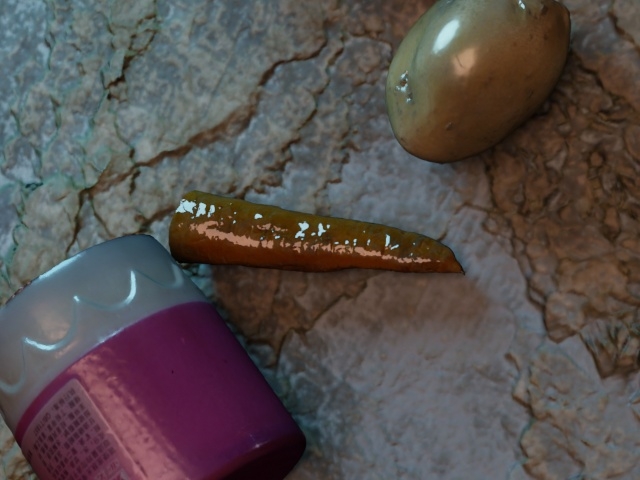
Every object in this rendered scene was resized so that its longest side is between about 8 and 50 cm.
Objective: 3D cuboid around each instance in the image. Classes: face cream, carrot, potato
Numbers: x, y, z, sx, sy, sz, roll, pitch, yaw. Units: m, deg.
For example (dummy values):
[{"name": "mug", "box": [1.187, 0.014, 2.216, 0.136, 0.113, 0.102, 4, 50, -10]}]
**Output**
[{"name": "face cream", "box": [-0.132, 0.120, 1.103, 0.175, 0.175, 0.195, -43, 73, 14]}, {"name": "carrot", "box": [0.000, 0.000, 1.130, 0.224, 0.057, 0.057, 6, 88, 19]}, {"name": "potato", "box": [0.108, -0.117, 1.066, 0.147, 0.112, 0.112, -47, 71, 19]}]
